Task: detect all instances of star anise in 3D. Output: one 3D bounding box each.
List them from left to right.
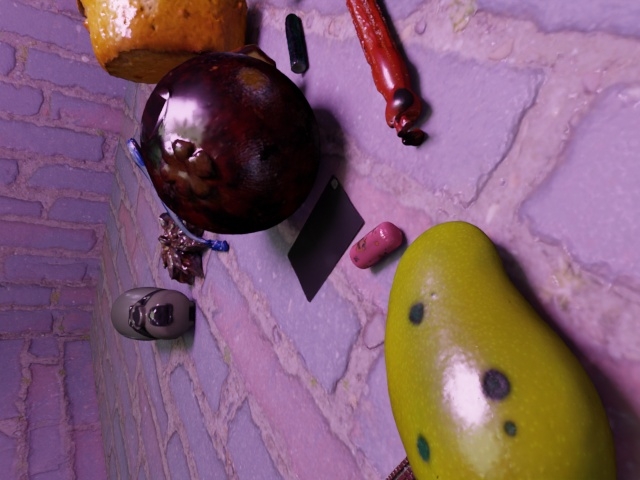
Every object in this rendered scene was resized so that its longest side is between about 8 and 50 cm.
[{"bbox_3d":[-0.397,0.006,1.180,0.236,0.109,0.222,34,118,49],"label":"star anise"}]

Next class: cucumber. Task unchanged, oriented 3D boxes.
[{"bbox_3d":[-0.048,-0.374,0.786,0.032,0.032,0.132,-31,61,50],"label":"cucumber"}]

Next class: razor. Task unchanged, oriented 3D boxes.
[{"bbox_3d":[-0.340,-0.088,0.973,0.093,0.056,0.324,2,133,54],"label":"razor"}]

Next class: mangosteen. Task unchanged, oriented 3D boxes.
[{"bbox_3d":[-0.141,-0.156,0.695,0.311,0.312,0.310,-9,79,54],"label":"mangosteen"}]

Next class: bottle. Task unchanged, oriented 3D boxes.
[{"bbox_3d":[-0.488,0.214,1.232,0.347,0.169,0.168,-12,77,51],"label":"bottle"}]

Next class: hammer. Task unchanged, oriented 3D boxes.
[{"bbox_3d":[0.073,0.007,0.564,0.083,0.043,0.043,-44,52,46],"label":"hammer"}]

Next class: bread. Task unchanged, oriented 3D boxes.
[{"bbox_3d":[-0.345,-0.468,0.942,0.337,0.359,0.203,-179,84,-70],"label":"bread"}]

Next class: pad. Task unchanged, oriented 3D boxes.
[{"bbox_3d":[0.000,0.000,0.698,0.193,0.004,0.116,-58,43,33],"label":"pad"}]

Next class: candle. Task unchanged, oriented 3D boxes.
[{"bbox_3d":[0.079,-0.274,0.579,0.051,0.048,0.328,-49,48,52],"label":"candle"}]

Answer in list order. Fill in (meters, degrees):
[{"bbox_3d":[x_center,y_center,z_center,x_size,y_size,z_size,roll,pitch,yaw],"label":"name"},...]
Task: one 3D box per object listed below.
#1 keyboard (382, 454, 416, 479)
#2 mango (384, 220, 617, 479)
[{"bbox_3d":[0.098,0.304,0.513,0.055,0.017,0.165,56,130,42],"label":"keyboard"},{"bbox_3d":[0.137,0.115,0.381,0.175,0.143,0.292,-45,42,41],"label":"mango"}]
